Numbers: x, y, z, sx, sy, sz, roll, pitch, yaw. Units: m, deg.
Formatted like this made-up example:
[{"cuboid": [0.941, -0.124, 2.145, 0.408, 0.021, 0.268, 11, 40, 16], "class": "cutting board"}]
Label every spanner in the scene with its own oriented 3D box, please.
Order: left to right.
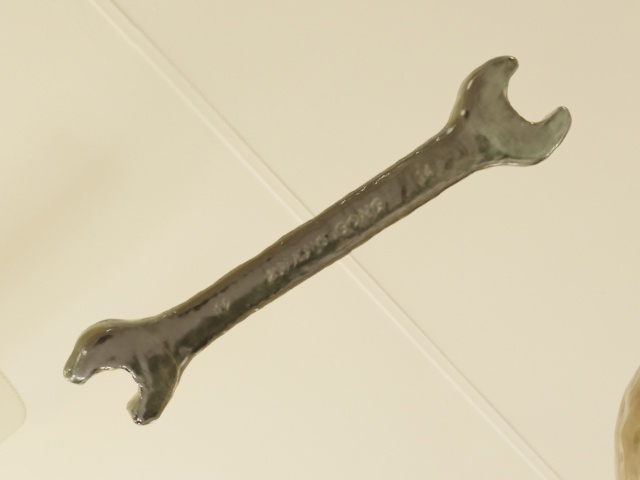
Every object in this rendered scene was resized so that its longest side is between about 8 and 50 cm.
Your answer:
[{"cuboid": [0.000, 0.000, 0.327, 0.254, 0.015, 0.054, -33, -80, -1], "class": "spanner"}]

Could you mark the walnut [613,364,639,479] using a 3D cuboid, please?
[{"cuboid": [0.227, 0.122, 0.379, 0.140, 0.140, 0.162, 31, -125, -16], "class": "walnut"}]
